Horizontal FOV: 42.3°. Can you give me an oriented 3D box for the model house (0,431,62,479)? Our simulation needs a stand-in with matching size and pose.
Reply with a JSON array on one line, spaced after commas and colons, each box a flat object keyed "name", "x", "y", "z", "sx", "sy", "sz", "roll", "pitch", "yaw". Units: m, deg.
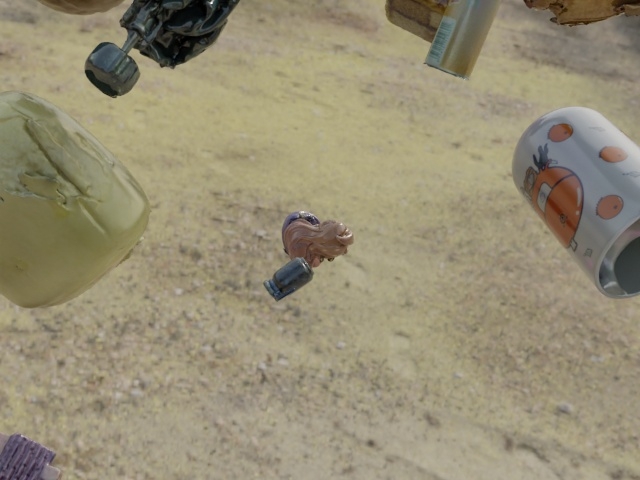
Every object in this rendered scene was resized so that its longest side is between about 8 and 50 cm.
[{"name": "model house", "x": -0.614, "y": 0.483, "z": 1.536, "sx": 0.237, "sy": 0.202, "sz": 0.237, "roll": 20, "pitch": 56, "yaw": 5}]

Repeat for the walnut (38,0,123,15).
[{"name": "walnut", "x": -0.252, "y": -0.346, "z": 0.853, "sx": 0.227, "sy": 0.228, "sz": 0.228, "roll": 9, "pitch": 27, "yaw": -5}]

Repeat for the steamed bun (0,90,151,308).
[{"name": "steamed bun", "x": -0.339, "y": -0.036, "z": 0.922, "sx": 0.273, "sy": 0.232, "sz": 0.166, "roll": -10, "pitch": 42, "yaw": 46}]

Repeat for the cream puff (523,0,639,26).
[{"name": "cream puff", "x": 0.312, "y": -0.425, "z": 0.915, "sx": 0.350, "sy": 0.350, "sz": 0.229, "roll": 7, "pitch": 51, "yaw": -9}]

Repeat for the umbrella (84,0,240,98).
[{"name": "umbrella", "x": -0.105, "y": -0.275, "z": 0.802, "sx": 0.094, "sy": 0.143, "sz": 0.349, "roll": 19, "pitch": 65, "yaw": 27}]

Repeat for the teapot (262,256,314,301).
[{"name": "teapot", "x": -0.050, "y": 0.071, "z": 1.392, "sx": 0.083, "sy": 0.049, "sz": 0.063, "roll": -36, "pitch": 53, "yaw": 0}]

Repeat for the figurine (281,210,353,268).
[{"name": "figurine", "x": -0.009, "y": 0.004, "z": 1.642, "sx": 0.114, "sy": 0.126, "sz": 0.157, "roll": -34, "pitch": 30, "yaw": -24}]

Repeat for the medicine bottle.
[{"name": "medicine bottle", "x": 0.306, "y": -0.505, "z": 1.486, "sx": 0.108, "sy": 0.426, "sz": 0.108, "roll": 20, "pitch": 16, "yaw": -6}]

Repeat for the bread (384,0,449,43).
[{"name": "bread", "x": 0.242, "y": -0.493, "z": 1.763, "sx": 0.222, "sy": 0.096, "sz": 0.181, "roll": 27, "pitch": -11, "yaw": 5}]

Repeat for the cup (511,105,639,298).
[{"name": "cup", "x": 0.480, "y": -0.082, "z": 1.429, "sx": 0.212, "sy": 0.212, "sz": 0.317, "roll": -2, "pitch": 40, "yaw": -24}]
